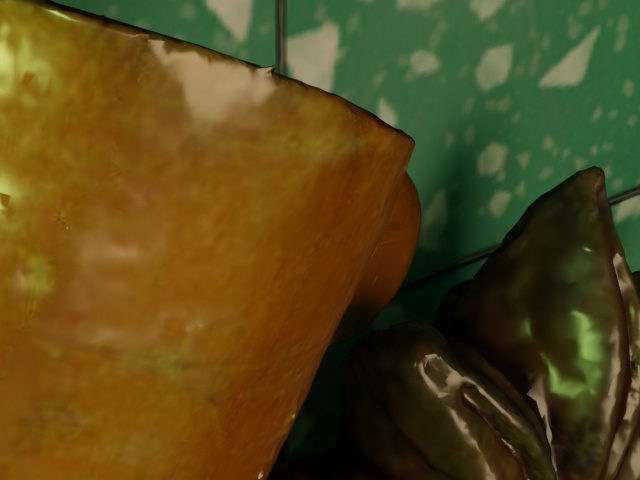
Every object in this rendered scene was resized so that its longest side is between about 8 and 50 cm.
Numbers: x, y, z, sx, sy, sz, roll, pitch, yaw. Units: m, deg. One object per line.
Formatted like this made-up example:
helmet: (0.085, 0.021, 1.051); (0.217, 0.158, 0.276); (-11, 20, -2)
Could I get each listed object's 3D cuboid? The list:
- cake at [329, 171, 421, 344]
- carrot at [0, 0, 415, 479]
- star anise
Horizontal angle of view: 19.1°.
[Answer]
cake: (0.000, 0.000, 0.738); (0.084, 0.044, 0.084); (-19, 123, -33)
carrot: (-0.120, 0.057, 0.554); (0.193, 0.214, 0.331); (11, 111, -31)
star anise: (0.069, 0.114, 0.811); (0.315, 0.108, 0.315); (-35, 139, -37)
